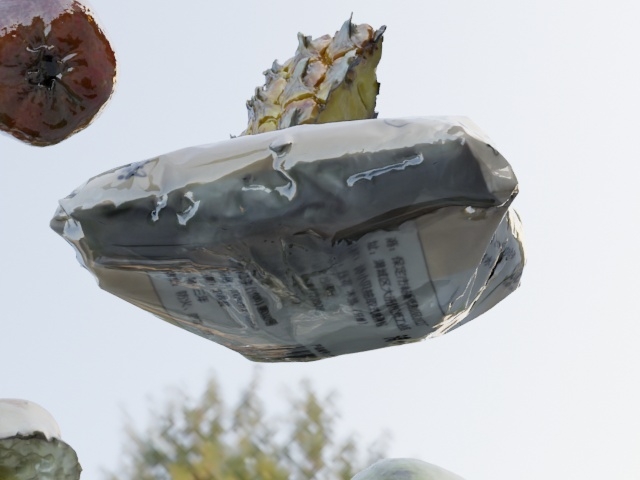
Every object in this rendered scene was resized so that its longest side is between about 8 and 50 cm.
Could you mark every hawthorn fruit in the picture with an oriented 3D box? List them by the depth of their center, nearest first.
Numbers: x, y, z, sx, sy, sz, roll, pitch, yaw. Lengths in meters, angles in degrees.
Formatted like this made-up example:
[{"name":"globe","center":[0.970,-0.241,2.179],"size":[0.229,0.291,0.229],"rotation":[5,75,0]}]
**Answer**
[{"name":"hawthorn fruit","center":[-0.371,-0.236,1.821],"size":[0.211,0.262,0.210],"rotation":[-4,-71,-13]}]

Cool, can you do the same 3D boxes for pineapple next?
[{"name":"pineapple","center":[-0.046,-0.092,1.565],"size":[0.158,0.161,0.334],"rotation":[-43,-29,-46]}]

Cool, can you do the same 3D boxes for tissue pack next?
[{"name":"tissue pack","center":[0.000,0.000,1.269],"size":[0.390,0.195,0.375],"rotation":[-7,-12,12]}]

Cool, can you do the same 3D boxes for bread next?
[{"name":"bread","center":[-0.476,0.330,1.807],"size":[0.316,0.270,0.211],"rotation":[-10,-77,-23]}]

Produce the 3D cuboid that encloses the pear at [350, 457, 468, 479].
[{"name":"pear","center":[0.129,0.419,1.771],"size":[0.287,0.375,0.287],"rotation":[-12,-51,-15]}]
